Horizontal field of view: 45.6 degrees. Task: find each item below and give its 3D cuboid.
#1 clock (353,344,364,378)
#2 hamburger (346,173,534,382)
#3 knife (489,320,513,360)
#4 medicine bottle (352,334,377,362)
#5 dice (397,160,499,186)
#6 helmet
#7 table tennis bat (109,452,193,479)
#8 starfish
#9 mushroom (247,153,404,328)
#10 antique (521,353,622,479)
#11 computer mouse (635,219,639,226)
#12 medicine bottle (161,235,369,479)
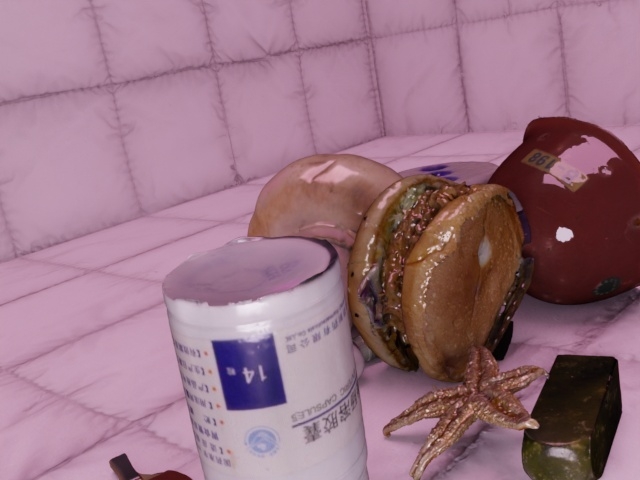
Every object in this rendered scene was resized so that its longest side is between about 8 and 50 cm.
[{"bbox_3d":[-0.029,0.198,1.213,0.165,0.093,0.162,2,16,41],"label":"clock"},{"bbox_3d":[0.186,0.040,1.181,0.195,0.277,0.318,16,61,47],"label":"hamburger"},{"bbox_3d":[0.298,0.152,1.319,0.072,0.019,0.245,-1,19,17],"label":"knife"},{"bbox_3d":[0.092,0.177,1.295,0.083,0.047,0.047,-17,16,-26],"label":"medicine bottle"},{"bbox_3d":[0.251,-0.023,1.578,0.259,0.243,0.251,-19,16,-41],"label":"dice"},{"bbox_3d":[0.406,-0.027,1.366,0.230,0.338,0.385,-31,45,-13],"label":"helmet"},{"bbox_3d":[-0.233,0.331,0.984,0.130,0.019,0.220,-18,18,-26],"label":"table tennis bat"},{"bbox_3d":[0.179,0.208,0.980,0.231,0.048,0.295,-32,12,7],"label":"starfish"},{"bbox_3d":[0.030,0.034,1.402,0.353,0.353,0.325,-15,-17,-18],"label":"mushroom"},{"bbox_3d":[0.306,0.222,0.923,0.081,0.080,0.221,-2,18,31],"label":"antique"},{"bbox_3d":[0.748,-0.035,1.649,0.245,0.056,0.126,-2,16,33],"label":"computer mouse"},{"bbox_3d":[-0.050,0.178,0.841,0.189,0.332,0.190,-8,19,3],"label":"medicine bottle"}]
